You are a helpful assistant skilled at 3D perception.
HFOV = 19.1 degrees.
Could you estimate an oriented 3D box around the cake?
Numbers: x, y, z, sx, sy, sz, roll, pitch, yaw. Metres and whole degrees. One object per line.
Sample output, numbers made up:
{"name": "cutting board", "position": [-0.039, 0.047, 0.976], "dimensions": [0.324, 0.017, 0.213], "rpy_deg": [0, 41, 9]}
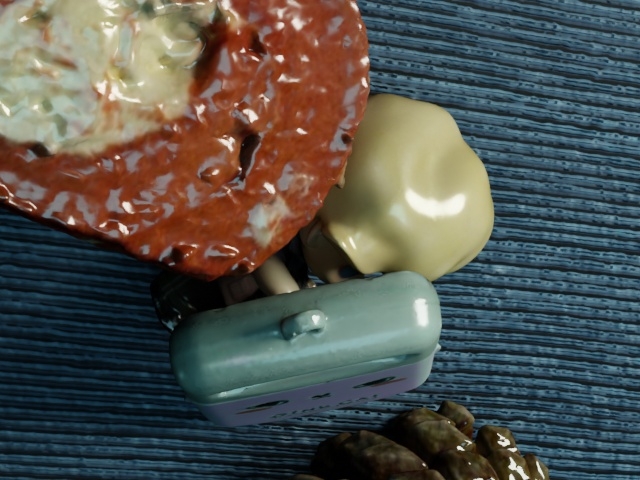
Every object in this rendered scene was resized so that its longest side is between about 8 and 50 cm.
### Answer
{"name": "cake", "position": [-0.112, -0.098, 0.935], "dimensions": [0.283, 0.151, 0.177], "rpy_deg": [22, 97, -26]}

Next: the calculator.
{"name": "calculator", "position": [-0.006, 0.061, 1.025], "dimensions": [0.141, 0.246, 0.045], "rpy_deg": [-11, 79, -2]}

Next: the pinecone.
{"name": "pinecone", "position": [0.051, 0.192, 1.126], "dimensions": [0.179, 0.204, 0.184], "rpy_deg": [-15, 132, 32]}

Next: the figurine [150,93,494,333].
{"name": "figurine", "position": [0.000, 0.000, 1.042], "dimensions": [0.196, 0.108, 0.114], "rpy_deg": [-32, 154, 12]}
